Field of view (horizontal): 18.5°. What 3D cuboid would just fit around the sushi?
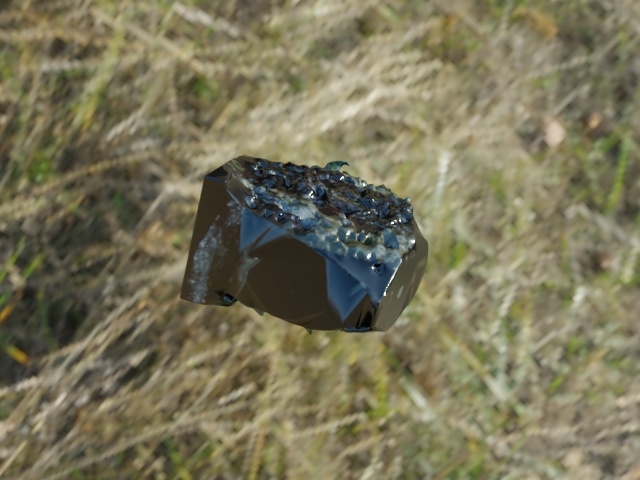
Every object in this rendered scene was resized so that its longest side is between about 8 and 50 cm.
[{"bbox_3d":[0.000,0.000,0.814,0.083,0.056,0.085,19,23,16],"label":"sushi"}]
